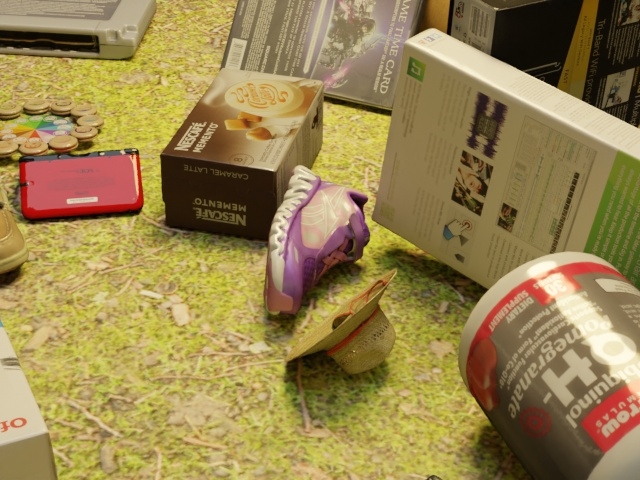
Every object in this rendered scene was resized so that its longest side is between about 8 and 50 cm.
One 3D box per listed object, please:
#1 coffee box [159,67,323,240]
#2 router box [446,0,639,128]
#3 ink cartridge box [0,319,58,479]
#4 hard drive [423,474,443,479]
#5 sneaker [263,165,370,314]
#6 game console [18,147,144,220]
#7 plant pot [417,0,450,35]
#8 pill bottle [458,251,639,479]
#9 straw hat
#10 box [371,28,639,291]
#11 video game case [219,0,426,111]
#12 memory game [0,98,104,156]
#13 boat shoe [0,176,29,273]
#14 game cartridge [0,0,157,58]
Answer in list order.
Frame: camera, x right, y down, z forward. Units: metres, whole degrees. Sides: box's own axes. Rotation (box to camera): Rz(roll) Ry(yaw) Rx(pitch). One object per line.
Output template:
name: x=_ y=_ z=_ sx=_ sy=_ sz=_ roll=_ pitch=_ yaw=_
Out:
coffee box: x=-0.090 y=-0.111 z=1.412 sx=0.141 sy=0.098 sz=0.246 roll=9 pitch=34 yaw=11
router box: x=0.250 y=-0.151 z=1.296 sx=0.243 sy=0.309 sz=0.081 roll=-16 pitch=38 yaw=-27
ink cartridge box: x=-0.328 y=0.155 z=1.005 sx=0.148 sy=0.086 sz=0.203 roll=-14 pitch=36 yaw=-23
hard drive: x=0.078 y=0.251 z=0.934 sx=0.135 sy=0.022 sz=0.094 roll=-26 pitch=42 yaw=-35
sneaker: x=0.000 y=0.000 z=1.260 sx=0.104 sy=0.095 sz=0.236 roll=13 pitch=33 yaw=3
game console: x=-0.292 y=-0.069 z=1.417 sx=0.144 sy=0.085 sz=0.124 roll=-5 pitch=65 yaw=-10
plant pot: x=0.252 y=-0.310 z=1.649 sx=0.237 sy=0.237 sz=0.254 roll=-6 pitch=48 yaw=-12
pill bottle: x=0.255 y=0.161 z=0.940 sx=0.176 sy=0.176 sz=0.318 roll=-10 pitch=35 yaw=-18
straw hat: x=0.039 y=0.095 z=1.132 sx=0.061 sy=0.144 sz=0.144 roll=51 pitch=43 yaw=-3
box: x=0.206 y=-0.046 z=1.171 sx=0.322 sy=0.232 sz=0.058 roll=33 pitch=44 yaw=27
video game case: x=0.004 y=-0.306 z=1.650 sx=0.274 sy=0.196 sz=0.026 roll=15 pitch=0 yaw=18
memory game: x=-0.379 y=-0.151 z=1.527 sx=0.186 sy=0.012 sz=0.186 roll=0 pitch=29 yaw=0
boat shoe: x=-0.422 y=-0.051 z=1.313 sx=0.104 sy=0.089 sz=0.285 roll=-22 pitch=40 yaw=-33
game cartridge: x=-0.413 y=-0.350 z=1.808 sx=0.294 sy=0.060 sz=0.196 roll=4 pitch=37 yaw=3
